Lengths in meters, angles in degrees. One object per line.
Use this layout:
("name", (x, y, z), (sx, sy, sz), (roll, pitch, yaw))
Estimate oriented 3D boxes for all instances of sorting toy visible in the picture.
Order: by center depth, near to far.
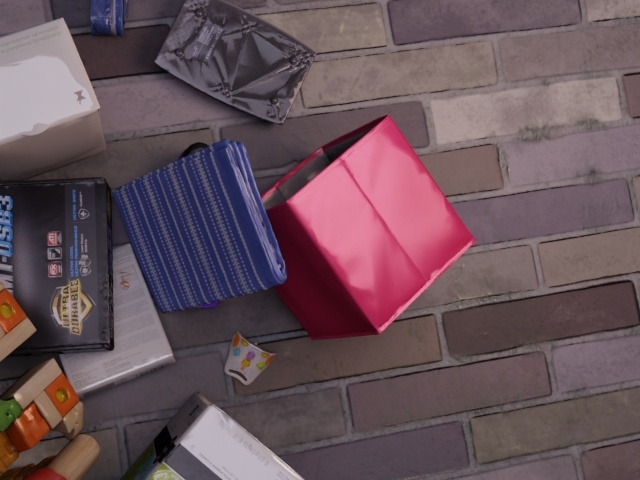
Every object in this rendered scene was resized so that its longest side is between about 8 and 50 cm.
("sorting toy", (-0.131, 0.215, 1.797), (0.083, 0.045, 0.075), (30, 99, -6))

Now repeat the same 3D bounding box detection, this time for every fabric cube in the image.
("fabric cube", (0.048, -0.015, 1.698), (0.259, 0.254, 0.258), (-42, 101, -26))

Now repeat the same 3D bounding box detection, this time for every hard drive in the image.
("hard drive", (-0.153, -0.326, 1.835), (0.255, 0.054, 0.172), (26, 81, -7))

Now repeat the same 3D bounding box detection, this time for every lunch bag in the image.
("lunch bag", (-0.373, -0.413, 1.798), (0.065, 0.067, 0.098), (1, 83, -10))

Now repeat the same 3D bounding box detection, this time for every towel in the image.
("towel", (-0.201, -0.016, 1.668), (0.040, 0.336, 0.243), (-25, 96, -45))

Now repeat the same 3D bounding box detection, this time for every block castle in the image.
("block castle", (-0.573, 0.252, 1.521), (0.303, 0.213, 0.453), (-22, 105, 28))

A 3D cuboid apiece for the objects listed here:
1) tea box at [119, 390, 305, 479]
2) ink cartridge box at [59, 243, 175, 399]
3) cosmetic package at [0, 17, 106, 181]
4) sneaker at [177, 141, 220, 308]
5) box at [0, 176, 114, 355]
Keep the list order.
("tea box", (-0.210, 0.436, 1.608), (0.220, 0.329, 0.323), (41, 79, -4))
("ink cartridge box", (-0.375, 0.140, 1.762), (0.181, 0.056, 0.224), (-20, 70, -11))
("cosmetic package", (-0.457, -0.206, 1.610), (0.197, 0.365, 0.155), (-21, 88, -12))
("sneaker", (-0.210, -0.029, 1.748), (0.102, 0.146, 0.293), (-3, 84, -11))
("box", (-0.499, 0.048, 1.704), (0.293, 0.073, 0.295), (-2, 79, -5))
